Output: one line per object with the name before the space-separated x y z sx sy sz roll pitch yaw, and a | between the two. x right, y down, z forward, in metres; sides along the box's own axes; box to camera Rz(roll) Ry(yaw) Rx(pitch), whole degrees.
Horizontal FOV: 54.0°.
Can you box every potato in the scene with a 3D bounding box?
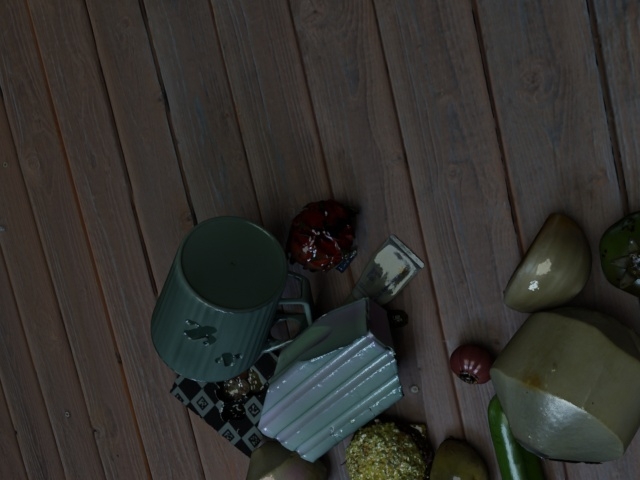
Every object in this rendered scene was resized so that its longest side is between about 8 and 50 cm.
potato | 0.336 0.619 1.533 0.138 0.098 0.243 5 93 33

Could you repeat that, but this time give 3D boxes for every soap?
soap | 0.027 0.352 1.591 0.261 0.156 0.446 38 119 -15

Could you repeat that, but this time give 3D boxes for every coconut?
coconut | -0.098 0.657 1.733 0.197 0.237 0.237 -45 79 23
coconut | 0.504 0.298 1.269 0.323 0.323 0.322 6 104 27

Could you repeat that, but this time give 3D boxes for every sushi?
sushi | -0.248 0.414 1.855 0.339 0.069 0.320 31 105 19

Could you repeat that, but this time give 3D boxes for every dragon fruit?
dragon fruit | 0.002 -0.008 1.563 0.182 0.182 0.188 13 108 25

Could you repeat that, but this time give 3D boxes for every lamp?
lamp | 0.359 0.293 1.483 0.108 0.092 0.107 19 143 15

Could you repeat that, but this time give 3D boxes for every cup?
cup | -0.216 0.141 1.601 0.310 0.401 0.392 61 149 21

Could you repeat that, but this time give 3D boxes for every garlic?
garlic | 0.479 0.065 1.346 0.146 0.164 0.244 21 114 -16

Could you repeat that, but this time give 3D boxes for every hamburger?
hamburger | 0.167 0.580 1.620 0.243 0.139 0.261 -5 98 28

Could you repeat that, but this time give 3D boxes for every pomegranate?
pomegranate | 0.627 0.034 1.212 0.182 0.224 0.181 10 107 35

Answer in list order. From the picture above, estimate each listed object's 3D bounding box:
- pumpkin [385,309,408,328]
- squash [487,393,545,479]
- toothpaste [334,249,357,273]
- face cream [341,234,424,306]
pumpkin | 0.181 0.201 1.595 0.083 0.028 0.050 -13 93 25
squash | 0.470 0.535 1.475 0.101 0.101 0.378 -17 94 30
toothpaste | 0.068 0.053 1.628 0.027 0.019 0.083 37 121 -3
face cream | 0.148 0.102 1.578 0.114 0.070 0.224 44 108 13
